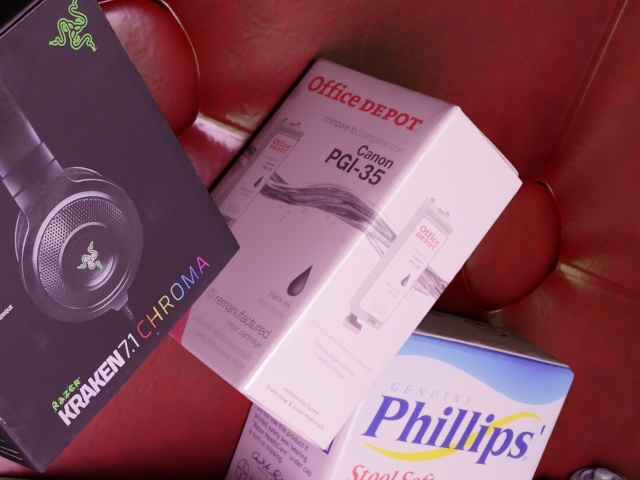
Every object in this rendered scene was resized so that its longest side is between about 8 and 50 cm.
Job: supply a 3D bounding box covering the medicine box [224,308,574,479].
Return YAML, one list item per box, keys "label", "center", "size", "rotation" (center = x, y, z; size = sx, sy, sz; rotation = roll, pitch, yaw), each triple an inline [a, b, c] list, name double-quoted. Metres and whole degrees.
- label: "medicine box"
  center: [0.069, 0.212, 1.176]
  size: [0.263, 0.149, 0.289]
  rotation: [15, 100, -37]

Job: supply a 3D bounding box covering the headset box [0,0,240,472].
- label: "headset box"
  center: [-0.228, -0.026, 0.855]
  size: [0.246, 0.131, 0.283]
  rotation: [-50, 129, -31]

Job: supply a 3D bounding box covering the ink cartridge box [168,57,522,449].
- label: "ink cartridge box"
  center: [0.000, 0.000, 1.011]
  size: [0.283, 0.207, 0.117]
  rotation: [-53, 129, -7]

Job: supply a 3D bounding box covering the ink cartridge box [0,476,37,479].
- label: "ink cartridge box"
  center: [-0.124, 0.329, 0.999]
  size: [0.354, 0.119, 0.207]
  rotation: [4, 108, 0]

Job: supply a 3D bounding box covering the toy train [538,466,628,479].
- label: "toy train"
  center: [0.296, 0.367, 1.363]
  size: [0.334, 0.190, 0.142]
  rotation: [-8, 111, -32]
